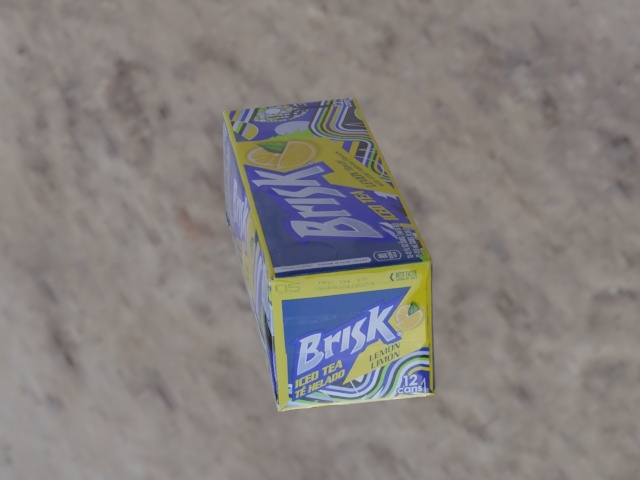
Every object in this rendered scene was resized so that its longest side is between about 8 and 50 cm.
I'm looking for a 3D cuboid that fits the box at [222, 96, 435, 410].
[{"bbox_3d":[0.000,0.000,0.731,0.169,0.059,0.054,-109,15,-65],"label":"box"}]
